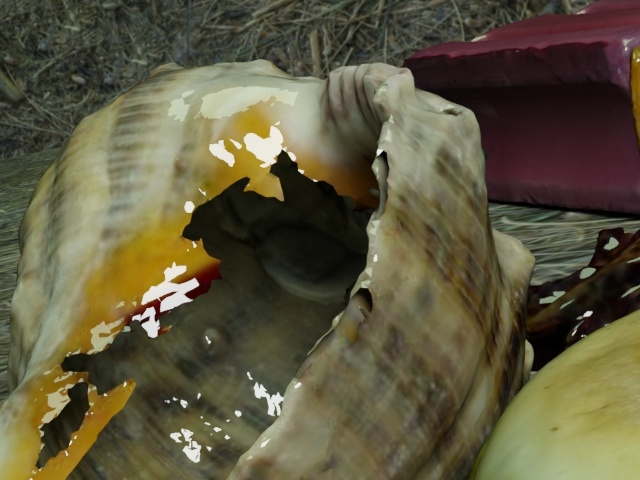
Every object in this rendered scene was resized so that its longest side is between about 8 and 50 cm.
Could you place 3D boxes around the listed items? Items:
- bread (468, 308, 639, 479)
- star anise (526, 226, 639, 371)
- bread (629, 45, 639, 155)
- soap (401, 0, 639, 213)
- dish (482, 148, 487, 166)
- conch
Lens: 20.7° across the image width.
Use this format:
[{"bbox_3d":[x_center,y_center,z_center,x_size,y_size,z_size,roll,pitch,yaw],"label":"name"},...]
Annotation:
[{"bbox_3d":[0.141,0.060,0.412,0.213,0.105,0.213,-19,12,4],"label":"bread"},{"bbox_3d":[0.126,0.027,0.638,0.212,0.053,0.157,-26,26,43],"label":"star anise"},{"bbox_3d":[0.228,-0.031,0.721,0.158,0.149,0.143,-5,16,44],"label":"bread"},{"bbox_3d":[0.234,-0.114,1.270,0.233,0.128,0.359,-18,10,-18],"label":"soap"},{"bbox_3d":[0.000,0.000,1.075,0.246,0.078,0.224,-3,13,45],"label":"dish"},{"bbox_3d":[-0.014,0.053,0.561,0.210,0.159,0.291,-17,44,38],"label":"conch"}]
